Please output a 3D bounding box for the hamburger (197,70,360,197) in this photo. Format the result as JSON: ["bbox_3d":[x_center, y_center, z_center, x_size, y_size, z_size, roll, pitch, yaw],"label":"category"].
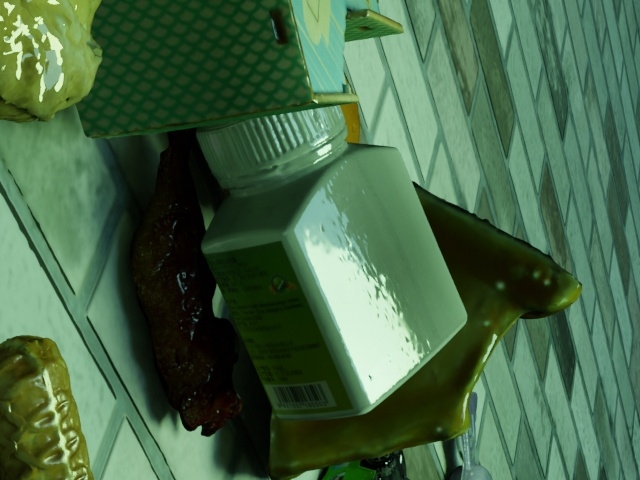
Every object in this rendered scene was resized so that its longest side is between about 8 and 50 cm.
[{"bbox_3d":[-0.036,-0.077,1.104,0.166,0.087,0.137,60,33,-49],"label":"hamburger"}]

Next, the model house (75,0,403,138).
[{"bbox_3d":[-0.068,-0.146,0.885,0.271,0.178,0.206,61,26,-56],"label":"model house"}]

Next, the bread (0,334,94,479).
[{"bbox_3d":[-0.143,0.125,0.834,0.052,0.044,0.157,-36,120,-60],"label":"bread"}]

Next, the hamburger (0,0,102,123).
[{"bbox_3d":[-0.171,-0.184,0.665,0.283,0.145,0.259,-78,159,-45],"label":"hamburger"}]

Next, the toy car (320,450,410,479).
[{"bbox_3d":[0.031,0.217,1.283,0.165,0.063,0.071,-62,143,-56],"label":"toy car"}]

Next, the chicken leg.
[{"bbox_3d":[-0.087,0.025,1.004,0.089,0.048,0.219,-56,139,-64],"label":"chicken leg"}]

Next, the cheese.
[{"bbox_3d":[0.156,0.256,1.661,0.105,0.042,0.190,-14,98,-72],"label":"cheese"}]

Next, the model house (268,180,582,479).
[{"bbox_3d":[0.046,0.086,1.182,0.239,0.173,0.268,-55,176,-6],"label":"model house"}]

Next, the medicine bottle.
[{"bbox_3d":[0.000,0.000,0.991,0.132,0.088,0.188,-36,108,-43],"label":"medicine bottle"}]
